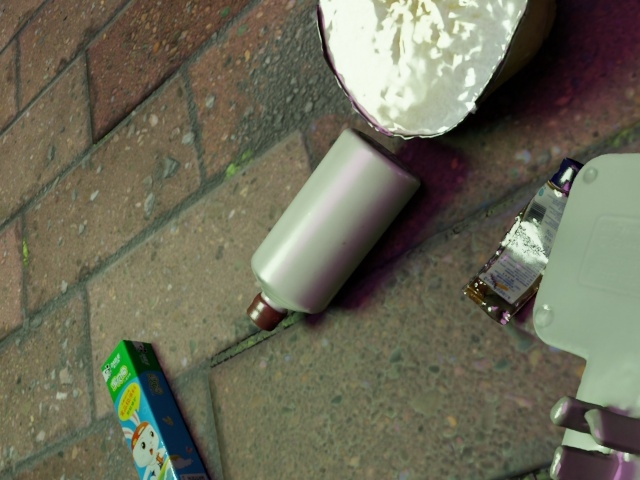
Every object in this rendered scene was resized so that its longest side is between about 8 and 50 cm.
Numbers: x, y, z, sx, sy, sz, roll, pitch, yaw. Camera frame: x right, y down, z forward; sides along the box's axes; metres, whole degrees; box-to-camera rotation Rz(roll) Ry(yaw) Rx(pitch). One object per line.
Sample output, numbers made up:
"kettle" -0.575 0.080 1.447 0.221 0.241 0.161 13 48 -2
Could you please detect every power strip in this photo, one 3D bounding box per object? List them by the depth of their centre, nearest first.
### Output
"power strip" 0.241 0.065 0.464 0.229 0.141 0.261 15 86 63

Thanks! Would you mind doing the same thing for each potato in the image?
"potato" 0.129 -0.265 0.675 0.246 0.196 0.300 -4 102 42

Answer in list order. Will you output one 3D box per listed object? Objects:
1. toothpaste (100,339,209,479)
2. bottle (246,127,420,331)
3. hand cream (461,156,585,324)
"toothpaste" -0.223 0.251 0.886 0.065 0.050 0.267 -52 50 19
"bottle" 0.000 0.000 0.742 0.245 0.104 0.104 -54 50 14
"hand cream" 0.199 -0.001 0.623 0.062 0.039 0.163 44 111 38
